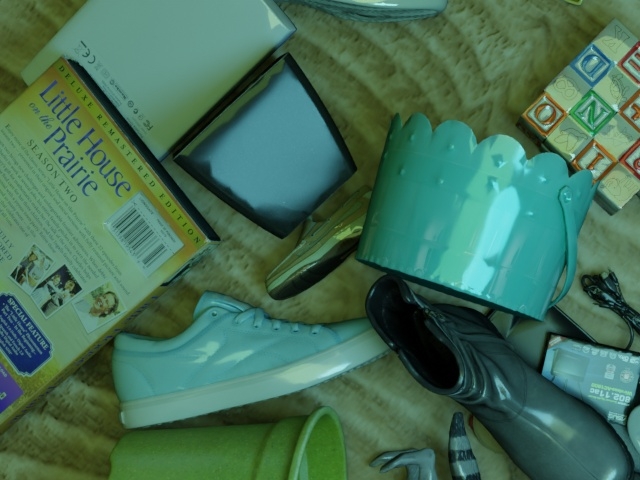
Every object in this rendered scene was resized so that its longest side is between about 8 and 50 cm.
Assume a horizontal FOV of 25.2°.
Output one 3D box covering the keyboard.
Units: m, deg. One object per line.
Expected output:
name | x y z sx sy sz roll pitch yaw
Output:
keyboard | 0.359 0.166 1.807 0.317 0.033 0.201 43 95 4

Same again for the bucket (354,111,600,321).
bucket | 0.182 -0.024 1.712 0.281 0.281 0.183 19 88 4

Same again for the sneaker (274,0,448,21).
sneaker | -0.005 -0.369 1.813 0.350 0.131 0.148 10 89 3

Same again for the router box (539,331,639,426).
router box | 0.332 0.172 1.775 0.122 0.038 0.092 12 93 7

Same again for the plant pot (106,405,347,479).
plant pot | -0.121 0.328 1.721 0.253 0.276 0.276 3 86 14

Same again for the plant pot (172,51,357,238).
plant pot | -0.059 -0.108 1.781 0.188 0.187 0.167 -44 98 -1

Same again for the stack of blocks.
stack of blocks | 0.411 -0.110 1.795 0.297 0.087 0.171 44 89 5

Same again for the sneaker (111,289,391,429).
sneaker | -0.090 0.125 1.781 0.365 0.135 0.150 -15 88 1

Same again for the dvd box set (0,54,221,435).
dvd box set | -0.374 0.019 1.796 0.420 0.062 0.308 -41 80 9

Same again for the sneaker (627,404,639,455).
sneaker | 0.518 0.264 1.745 0.295 0.147 0.105 21 105 13

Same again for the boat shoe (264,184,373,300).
boat shoe | 0.000 0.000 1.826 0.190 0.068 0.072 -35 73 -10

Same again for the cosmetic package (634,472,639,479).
cosmetic package | 0.454 0.361 1.727 0.237 0.127 0.107 12 97 -2

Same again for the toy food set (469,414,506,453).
toy food set | 0.230 0.228 1.804 0.082 0.020 0.083 -28 92 14

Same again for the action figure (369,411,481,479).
action figure | 0.193 0.379 1.671 0.178 0.341 0.330 -31 85 -19

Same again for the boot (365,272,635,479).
boot | 0.196 0.183 1.665 0.338 0.222 0.118 40 99 31

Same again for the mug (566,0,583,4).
mug | 0.330 -0.349 1.832 0.064 0.062 0.078 25 81 12

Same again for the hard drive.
hard drive | -0.209 -0.237 1.801 0.318 0.040 0.210 -41 85 22
